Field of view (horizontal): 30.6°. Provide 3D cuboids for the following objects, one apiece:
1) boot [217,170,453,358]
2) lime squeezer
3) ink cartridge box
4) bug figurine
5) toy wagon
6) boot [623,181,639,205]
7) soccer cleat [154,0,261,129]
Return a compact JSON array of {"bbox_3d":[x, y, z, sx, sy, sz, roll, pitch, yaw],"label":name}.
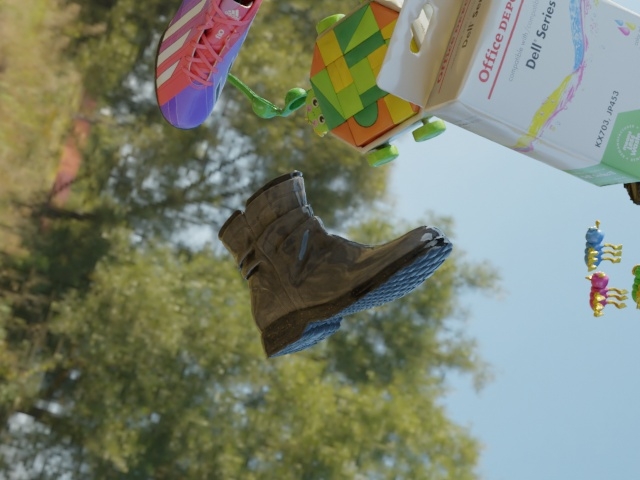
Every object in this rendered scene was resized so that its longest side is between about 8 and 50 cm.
[{"bbox_3d":[0.000,0.000,1.556,0.338,0.118,0.223,-31,-106,32],"label":"boot"},{"bbox_3d":[-0.068,-0.290,2.257,0.059,0.310,0.110,40,54,-61],"label":"lime squeezer"},{"bbox_3d":[0.272,-0.227,1.504,0.119,0.353,0.207,180,-70,-74],"label":"ink cartridge box"},{"bbox_3d":[0.620,0.044,2.376,0.072,0.279,0.216,33,-53,52],"label":"bug figurine"},{"bbox_3d":[0.070,-0.260,1.980,0.344,0.068,0.267,-27,-99,47],"label":"toy wagon"},{"bbox_3d":[0.636,-0.085,2.015,0.094,0.207,0.247,107,-32,-72],"label":"boot"},{"bbox_3d":[-0.145,-0.297,1.614,0.116,0.108,0.318,45,-63,59],"label":"soccer cleat"}]
